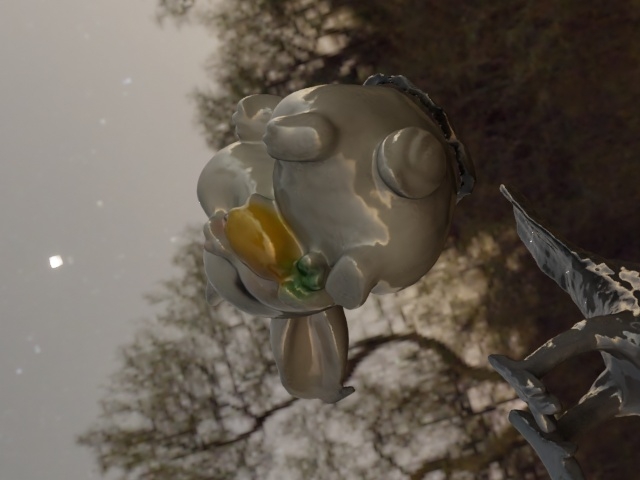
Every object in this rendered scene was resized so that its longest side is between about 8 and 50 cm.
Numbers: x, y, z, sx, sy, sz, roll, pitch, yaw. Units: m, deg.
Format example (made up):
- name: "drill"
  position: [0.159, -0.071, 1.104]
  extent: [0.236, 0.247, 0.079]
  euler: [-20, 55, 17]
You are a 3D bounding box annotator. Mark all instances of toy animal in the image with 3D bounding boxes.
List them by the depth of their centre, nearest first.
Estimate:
- name: "toy animal"
  position: [0.192, 0.068, 0.743]
  extent: [0.367, 0.206, 0.081]
  euler: [23, 135, 46]
- name: "toy animal"
  position: [-0.003, -0.007, 0.931]
  extent: [0.208, 0.154, 0.325]
  euler: [47, 153, 22]
